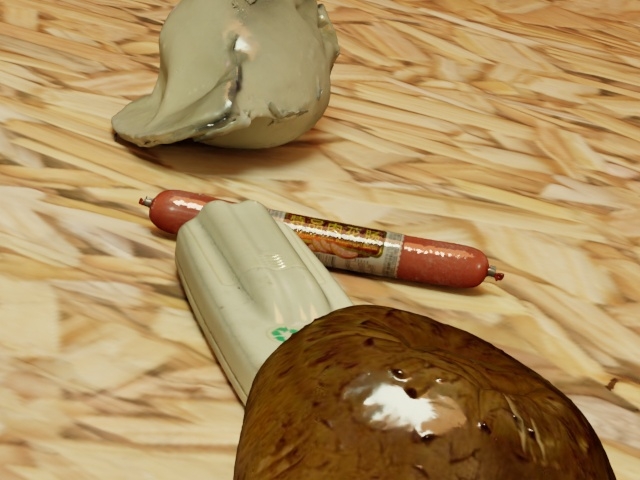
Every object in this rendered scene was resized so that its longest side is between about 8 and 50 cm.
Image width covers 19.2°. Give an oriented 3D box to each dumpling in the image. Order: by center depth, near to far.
[{"bbox_3d":[-0.083,-0.131,1.501,0.172,0.142,0.247,-20,13,28],"label":"dumpling"}]

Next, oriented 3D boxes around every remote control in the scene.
[{"bbox_3d":[-0.028,0.037,1.143,0.090,0.049,0.230,0,23,-18],"label":"remote control"}]

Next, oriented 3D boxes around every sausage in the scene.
[{"bbox_3d":[0.000,0.000,1.279,0.253,0.034,0.034,11,20,1],"label":"sausage"}]

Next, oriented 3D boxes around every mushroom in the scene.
[{"bbox_3d":[0.056,0.106,0.864,0.194,0.138,0.231,8,20,-5],"label":"mushroom"}]
